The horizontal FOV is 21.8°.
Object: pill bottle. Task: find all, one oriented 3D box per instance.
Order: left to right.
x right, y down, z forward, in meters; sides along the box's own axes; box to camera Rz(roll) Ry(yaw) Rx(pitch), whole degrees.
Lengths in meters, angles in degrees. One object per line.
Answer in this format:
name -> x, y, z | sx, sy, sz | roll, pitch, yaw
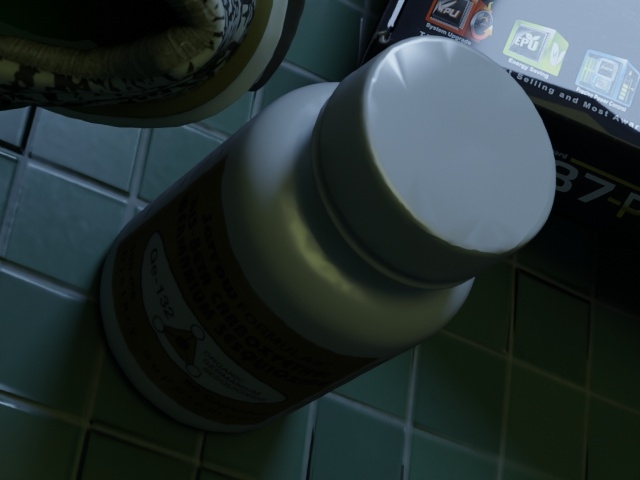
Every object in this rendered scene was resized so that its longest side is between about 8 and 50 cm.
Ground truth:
pill bottle -> 0.000, 0.000, 0.785 | 0.131, 0.229, 0.131 | 15, 61, -29

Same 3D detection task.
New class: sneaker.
sneaker -> -0.206, -0.127, 0.651 | 0.410, 0.182, 0.158 | 5, 102, -3

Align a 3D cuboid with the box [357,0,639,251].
box -> 0.250, -0.127, 1.025 | 0.395, 0.097, 0.318 | 24, 54, 2
